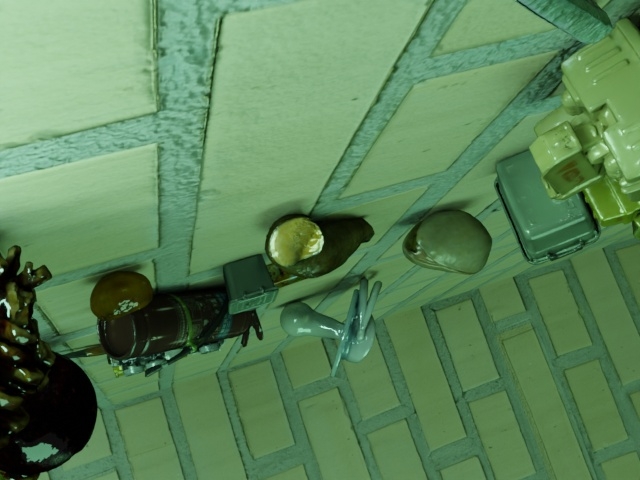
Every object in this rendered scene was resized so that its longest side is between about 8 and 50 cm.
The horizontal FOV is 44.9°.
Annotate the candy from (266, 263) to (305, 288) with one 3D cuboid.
[{"bbox_3d":[-0.076,0.064,1.378,0.122,0.038,0.062,-20,168,3],"label":"candy"}]

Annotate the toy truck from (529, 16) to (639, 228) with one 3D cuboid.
[{"bbox_3d":[0.380,-0.124,0.911,0.254,0.180,0.405,-25,166,17],"label":"toy truck"}]

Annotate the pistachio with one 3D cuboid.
[{"bbox_3d":[0.232,0.006,1.401,0.185,0.124,0.124,-8,164,-34],"label":"pistachio"}]

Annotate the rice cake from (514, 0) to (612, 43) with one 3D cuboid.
[{"bbox_3d":[0.193,-0.197,0.639,0.033,0.033,0.208,-39,158,31],"label":"rice cake"}]

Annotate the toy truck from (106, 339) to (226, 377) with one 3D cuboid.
[{"bbox_3d":[-0.295,0.189,1.464,0.227,0.098,0.114,-15,171,-8],"label":"toy truck"}]

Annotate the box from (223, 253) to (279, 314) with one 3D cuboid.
[{"bbox_3d":[-0.119,0.072,1.278,0.084,0.069,0.122,-15,167,-12],"label":"box"}]

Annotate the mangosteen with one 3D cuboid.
[{"bbox_3d":[-0.504,0.311,1.310,0.228,0.228,0.265,2,117,-60],"label":"mangosteen"}]

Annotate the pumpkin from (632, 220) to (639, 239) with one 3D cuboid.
[{"bbox_3d":[0.622,-0.145,1.220,0.333,0.199,0.332,-15,160,-6],"label":"pumpkin"}]

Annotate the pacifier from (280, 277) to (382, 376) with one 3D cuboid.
[{"bbox_3d":[0.019,0.196,1.865,0.233,0.244,0.299,11,175,3],"label":"pacifier"}]

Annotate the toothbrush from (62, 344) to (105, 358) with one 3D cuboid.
[{"bbox_3d":[-0.435,0.217,1.544,0.031,0.023,0.321,-24,167,34],"label":"toothbrush"}]

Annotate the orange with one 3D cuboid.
[{"bbox_3d":[-0.273,0.073,1.055,0.086,0.062,0.086,-22,-176,2],"label":"orange"}]

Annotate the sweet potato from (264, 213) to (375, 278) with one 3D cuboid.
[{"bbox_3d":[0.003,0.006,1.131,0.112,0.085,0.286,-30,165,26],"label":"sweet potato"}]

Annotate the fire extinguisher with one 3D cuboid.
[{"bbox_3d":[-0.213,0.146,1.325,0.105,0.141,0.341,6,-175,36],"label":"fire extinguisher"}]

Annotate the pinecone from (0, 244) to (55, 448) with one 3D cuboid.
[{"bbox_3d":[-0.364,0.115,0.706,0.257,0.243,0.243,-19,169,-26],"label":"pinecone"}]

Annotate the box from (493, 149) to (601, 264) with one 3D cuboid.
[{"bbox_3d":[0.338,-0.064,1.175,0.124,0.172,0.093,-24,152,13],"label":"box"}]
